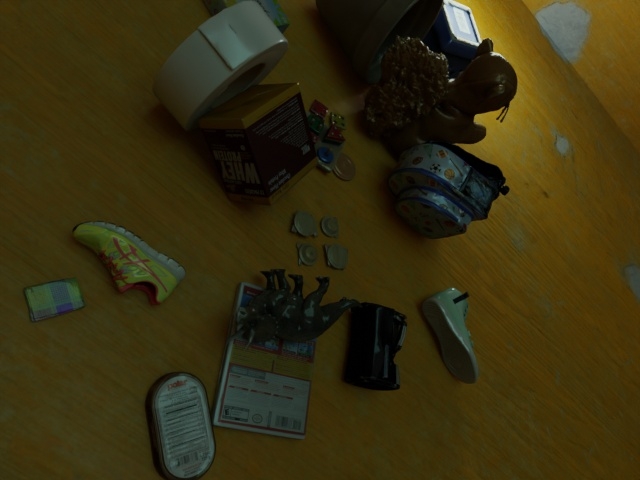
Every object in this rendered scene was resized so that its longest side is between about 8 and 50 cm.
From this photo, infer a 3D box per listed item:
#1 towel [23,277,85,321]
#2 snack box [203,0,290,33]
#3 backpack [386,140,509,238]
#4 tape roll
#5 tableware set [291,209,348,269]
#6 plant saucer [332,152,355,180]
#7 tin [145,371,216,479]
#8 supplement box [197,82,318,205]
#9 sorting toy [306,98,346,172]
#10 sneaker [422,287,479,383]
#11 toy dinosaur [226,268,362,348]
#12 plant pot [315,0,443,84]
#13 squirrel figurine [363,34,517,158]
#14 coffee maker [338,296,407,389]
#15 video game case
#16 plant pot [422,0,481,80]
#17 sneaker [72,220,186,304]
[{"bbox_3d":[-0.448,0.097,0.787,0.083,0.009,0.060,-16,81,-40],"label":"towel"},{"bbox_3d":[-0.204,-0.618,1.209,0.175,0.070,0.207,-32,94,-39],"label":"snack box"},{"bbox_3d":[0.316,-0.139,1.298,0.263,0.277,0.213,41,66,-12],"label":"backpack"},{"bbox_3d":[-0.203,-0.354,0.966,0.100,0.286,0.286,51,51,-9],"label":"tape roll"},{"bbox_3d":[0.000,0.000,1.147,0.169,0.020,0.140,6,71,-36],"label":"tableware set"},{"bbox_3d":[0.064,-0.203,1.277,0.084,0.013,0.083,14,65,-32],"label":"plant saucer"},{"bbox_3d":[-0.245,0.328,0.829,0.106,0.040,0.189,-4,74,-41],"label":"tin"},{"bbox_3d":[-0.126,-0.211,1.014,0.191,0.129,0.194,-48,135,-38],"label":"supplement box"},{"bbox_3d":[0.005,-0.273,1.231,0.132,0.046,0.274,34,54,-15],"label":"sorting toy"},{"bbox_3d":[0.390,0.251,1.285,0.151,0.094,0.255,-22,87,-43],"label":"sneaker"},{"bbox_3d":[-0.059,0.146,0.972,0.314,0.121,0.160,14,76,-36],"label":"toy dinosaur"},{"bbox_3d":[0.147,-0.673,1.362,0.280,0.323,0.323,45,50,7],"label":"plant pot"},{"bbox_3d":[0.336,-0.396,1.319,0.397,0.371,0.280,18,63,-30],"label":"squirrel figurine"},{"bbox_3d":[0.108,0.245,1.082,0.172,0.120,0.178,13,61,-6],"label":"coffee maker"},{"bbox_3d":[-0.103,0.247,0.969,0.204,0.025,0.284,22,61,-27],"label":"video game case"},{"bbox_3d":[0.396,-0.667,1.575,0.236,0.212,0.235,-3,74,-36],"label":"plant pot"},{"bbox_3d":[-0.348,0.043,0.836,0.209,0.081,0.094,34,58,-21],"label":"sneaker"}]
